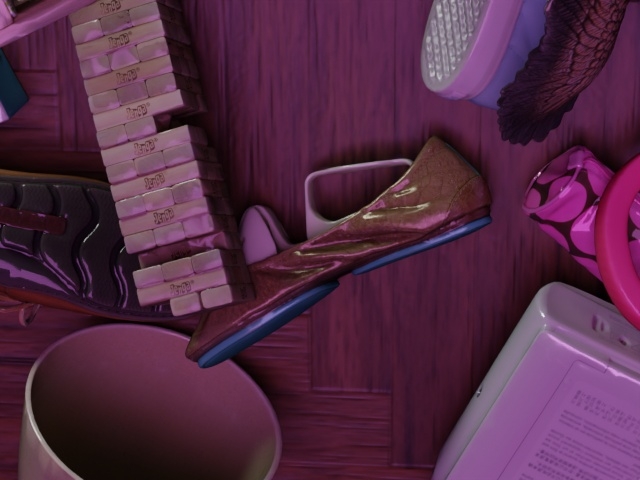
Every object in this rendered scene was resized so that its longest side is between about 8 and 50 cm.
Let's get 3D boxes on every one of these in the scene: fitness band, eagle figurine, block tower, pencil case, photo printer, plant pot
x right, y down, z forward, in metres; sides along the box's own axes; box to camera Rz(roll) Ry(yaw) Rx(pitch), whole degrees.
[{"bbox_3d":[0.399,-0.009,1.761,0.291,0.054,0.209,-13,87,-10],"label":"fitness band"},{"bbox_3d":[0.272,-0.207,1.600,0.226,0.225,0.298,19,122,47],"label":"eagle figurine"},{"bbox_3d":[-0.153,-0.095,1.781,0.091,0.097,0.335,-15,86,11],"label":"block tower"},{"bbox_3d":[0.298,-0.004,1.814,0.209,0.095,0.098,36,144,-8],"label":"pencil case"},{"bbox_3d":[0.261,0.215,1.859,0.256,0.107,0.307,25,125,-1],"label":"photo printer"},{"bbox_3d":[-0.201,0.268,1.908,0.257,0.256,0.274,22,127,-1],"label":"plant pot"}]

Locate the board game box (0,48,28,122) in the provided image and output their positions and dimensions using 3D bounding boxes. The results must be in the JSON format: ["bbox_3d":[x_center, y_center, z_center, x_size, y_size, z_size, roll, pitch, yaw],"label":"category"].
[{"bbox_3d":[-0.476,-0.229,1.835,0.254,0.079,0.336,-22,105,13],"label":"board game box"}]

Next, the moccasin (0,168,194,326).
[{"bbox_3d":[-0.292,0.008,1.858,0.380,0.147,0.139,7,80,-16],"label":"moccasin"}]

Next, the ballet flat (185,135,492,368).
[{"bbox_3d":[0.000,0.000,1.850,0.342,0.116,0.124,-28,83,15],"label":"ballet flat"}]

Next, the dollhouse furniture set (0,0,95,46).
[{"bbox_3d":[-0.276,-0.374,1.562,0.256,0.394,0.362,-27,105,-5],"label":"dollhouse furniture set"}]

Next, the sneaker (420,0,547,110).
[{"bbox_3d":[0.221,-0.287,1.726,0.150,0.135,0.365,15,108,-30],"label":"sneaker"}]
